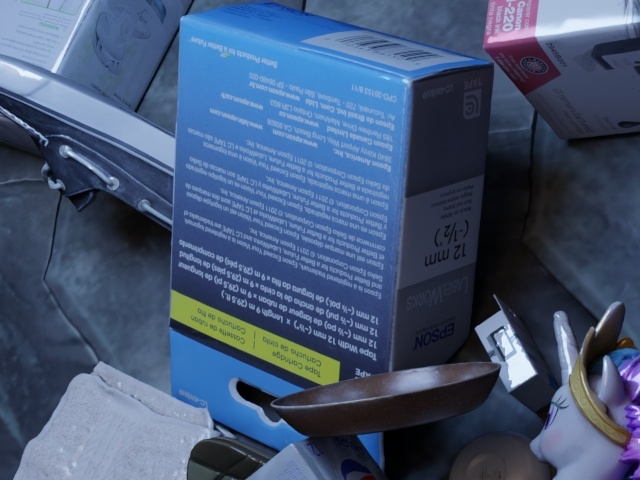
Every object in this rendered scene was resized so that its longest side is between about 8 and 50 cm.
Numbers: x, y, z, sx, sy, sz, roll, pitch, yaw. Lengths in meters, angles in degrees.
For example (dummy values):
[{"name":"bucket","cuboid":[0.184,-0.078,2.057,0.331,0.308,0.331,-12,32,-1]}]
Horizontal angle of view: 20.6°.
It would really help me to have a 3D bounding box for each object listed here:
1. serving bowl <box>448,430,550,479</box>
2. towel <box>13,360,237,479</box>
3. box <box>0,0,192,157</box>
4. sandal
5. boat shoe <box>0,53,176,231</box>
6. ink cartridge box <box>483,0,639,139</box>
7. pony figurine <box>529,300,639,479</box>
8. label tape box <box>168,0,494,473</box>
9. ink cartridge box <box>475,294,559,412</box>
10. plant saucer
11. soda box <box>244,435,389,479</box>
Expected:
[{"name":"serving bowl","cuboid":[0.132,0.182,1.344,0.083,0.027,0.083,-14,60,26]},{"name":"towel","cuboid":[-0.199,0.252,1.510,0.187,0.049,0.282,19,80,39]},{"name":"box","cuboid":[-0.290,-0.213,1.762,0.262,0.127,0.231,17,77,38]},{"name":"sandal","cuboid":[-0.010,0.221,1.394,0.219,0.060,0.090,25,106,28]},{"name":"boat shoe","cuboid":[-0.205,-0.076,1.580,0.301,0.108,0.102,26,95,-3]},{"name":"ink cartridge box","cuboid":[0.257,-0.159,1.350,0.218,0.158,0.092,-6,61,31]},{"name":"pony figurine","cuboid":[0.167,0.260,1.155,0.363,0.303,0.351,-57,40,16]},{"name":"label tape box","cuboid":[0.000,0.000,1.445,0.249,0.115,0.347,20,117,38]},{"name":"ink cartridge box","cuboid":[0.150,0.087,1.367,0.028,0.048,0.083,-36,51,14]},{"name":"plant saucer","cuboid":[0.049,0.116,1.270,0.168,0.168,0.029,-9,90,30]},{"name":"soda box","cuboid":[-0.072,0.257,1.335,0.286,0.098,0.091,-41,78,23]}]
